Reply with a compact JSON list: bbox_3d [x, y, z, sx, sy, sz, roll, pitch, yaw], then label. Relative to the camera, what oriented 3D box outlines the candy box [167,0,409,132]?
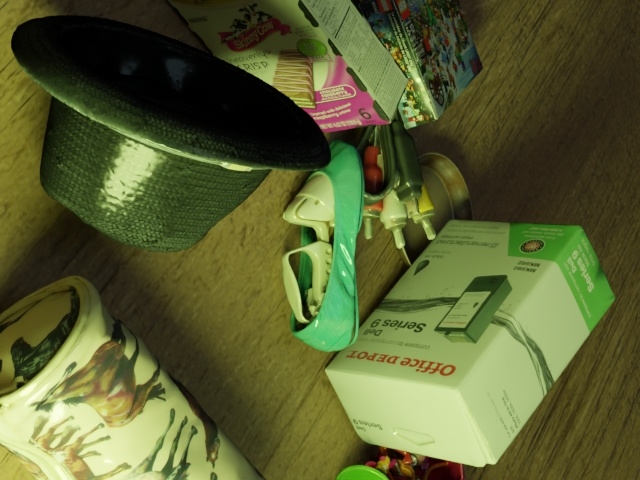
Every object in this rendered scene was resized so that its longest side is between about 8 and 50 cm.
[{"bbox_3d":[-0.033,-0.214,1.682,0.233,0.159,0.071,50,50,-36],"label":"candy box"}]

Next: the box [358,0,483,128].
[{"bbox_3d":[0.127,-0.246,1.920,0.159,0.044,0.233,68,25,-14],"label":"box"}]

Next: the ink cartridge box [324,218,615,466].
[{"bbox_3d":[0.177,0.112,1.853,0.289,0.211,0.122,-48,125,-33],"label":"ink cartridge box"}]

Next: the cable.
[{"bbox_3d":[0.065,-0.135,1.894,0.139,0.072,0.287,1,69,-37],"label":"cable"}]

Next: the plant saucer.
[{"bbox_3d":[0.136,-0.027,1.989,0.168,0.029,0.169,3,86,-51],"label":"plant saucer"}]

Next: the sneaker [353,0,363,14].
[{"bbox_3d":[0.001,-0.276,1.814,0.152,0.058,0.084,61,42,-24],"label":"sneaker"}]

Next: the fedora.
[{"bbox_3d":[-0.157,-0.088,1.488,0.334,0.334,0.153,4,118,-52],"label":"fedora"}]

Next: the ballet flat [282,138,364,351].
[{"bbox_3d":[0.000,0.000,1.776,0.087,0.083,0.247,7,79,-35],"label":"ballet flat"}]

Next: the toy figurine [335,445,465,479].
[{"bbox_3d":[0.108,0.284,1.890,0.173,0.130,0.159,44,36,-11],"label":"toy figurine"}]

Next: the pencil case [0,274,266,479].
[{"bbox_3d":[-0.175,0.214,1.467,0.410,0.159,0.184,54,34,-35],"label":"pencil case"}]
